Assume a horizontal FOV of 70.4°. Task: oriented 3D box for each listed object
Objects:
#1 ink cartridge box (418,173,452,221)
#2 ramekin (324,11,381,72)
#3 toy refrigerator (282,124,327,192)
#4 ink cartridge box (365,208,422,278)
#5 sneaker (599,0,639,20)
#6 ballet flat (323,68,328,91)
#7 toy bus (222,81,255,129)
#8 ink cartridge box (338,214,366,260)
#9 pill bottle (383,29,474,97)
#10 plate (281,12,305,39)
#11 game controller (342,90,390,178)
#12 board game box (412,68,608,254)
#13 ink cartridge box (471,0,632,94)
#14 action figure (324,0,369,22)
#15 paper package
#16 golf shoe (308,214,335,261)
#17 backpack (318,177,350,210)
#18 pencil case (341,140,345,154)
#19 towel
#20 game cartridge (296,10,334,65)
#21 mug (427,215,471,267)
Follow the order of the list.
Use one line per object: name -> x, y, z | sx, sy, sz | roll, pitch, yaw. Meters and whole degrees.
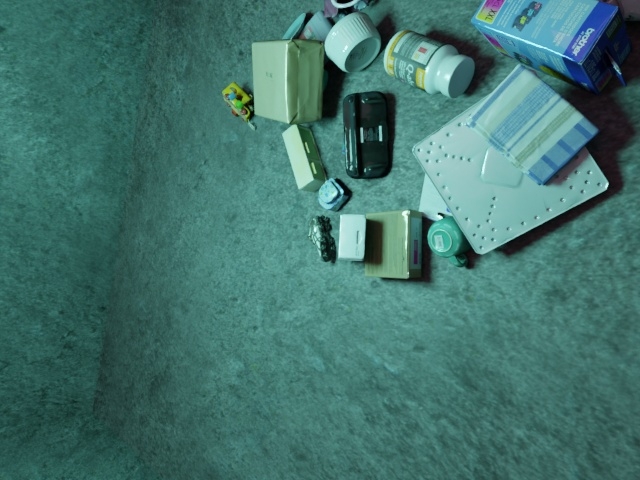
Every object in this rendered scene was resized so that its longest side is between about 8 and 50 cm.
ink cartridge box -> 0.431, -0.155, 1.491 | 0.206, 0.045, 0.208 | 25, 118, 38
ramekin -> 0.129, -0.729, 1.699 | 0.207, 0.207, 0.109 | -42, 72, 29
toy refrigerator -> -0.061, -0.343, 1.883 | 0.094, 0.102, 0.269 | -28, 69, 34
ink cartridge box -> 0.255, 0.015, 1.595 | 0.193, 0.088, 0.234 | -1, 86, 46
sneaker -> 0.813, -0.726, 1.145 | 0.210, 0.137, 0.365 | 1, 91, 19
ballet flat -> -0.026, -0.617, 1.898 | 0.074, 0.074, 0.203 | 30, 111, 37
toy bus -> -0.369, -0.651, 2.151 | 0.104, 0.202, 0.191 | -45, 48, -8
ink cartridge box -> 0.115, -0.006, 1.633 | 0.092, 0.218, 0.158 | 3, 88, 3
pill bottle -> 0.360, -0.588, 1.521 | 0.278, 0.162, 0.162 | 40, 111, 34
plate -> -0.119, -0.907, 1.984 | 0.188, 0.024, 0.188 | -38, 33, 31
game controller -> 0.169, -0.390, 1.684 | 0.167, 0.067, 0.319 | -2, 94, 5
board game box -> 0.533, -0.216, 1.319 | 0.390, 0.050, 0.390 | -33, 87, 25
ink cartridge box -> 0.645, -0.540, 1.214 | 0.395, 0.270, 0.151 | 41, 113, 34
action figure -> 0.037, -1.042, 1.739 | 0.248, 0.275, 0.370 | -15, 104, 20
paper package -> -0.136, -0.639, 1.823 | 0.325, 0.168, 0.309 | 33, 127, 52
golf shoe -> 0.000, 0.000, 1.834 | 0.094, 0.077, 0.198 | -28, 63, 46
backpack -> 0.044, -0.179, 1.796 | 0.114, 0.084, 0.105 | -54, 55, 26
pencil case -> 0.131, -0.399, 1.754 | 0.070, 0.064, 0.151 | 19, 100, 21
towel -> 0.570, -0.313, 1.238 | 0.285, 0.034, 0.209 | 44, 111, 8
game cartridge -> -0.048, -0.805, 1.942 | 0.294, 0.060, 0.196 | -40, 67, 30
mug -> 0.419, 0.000, 1.449 | 0.158, 0.097, 0.129 | 45, 129, 27
